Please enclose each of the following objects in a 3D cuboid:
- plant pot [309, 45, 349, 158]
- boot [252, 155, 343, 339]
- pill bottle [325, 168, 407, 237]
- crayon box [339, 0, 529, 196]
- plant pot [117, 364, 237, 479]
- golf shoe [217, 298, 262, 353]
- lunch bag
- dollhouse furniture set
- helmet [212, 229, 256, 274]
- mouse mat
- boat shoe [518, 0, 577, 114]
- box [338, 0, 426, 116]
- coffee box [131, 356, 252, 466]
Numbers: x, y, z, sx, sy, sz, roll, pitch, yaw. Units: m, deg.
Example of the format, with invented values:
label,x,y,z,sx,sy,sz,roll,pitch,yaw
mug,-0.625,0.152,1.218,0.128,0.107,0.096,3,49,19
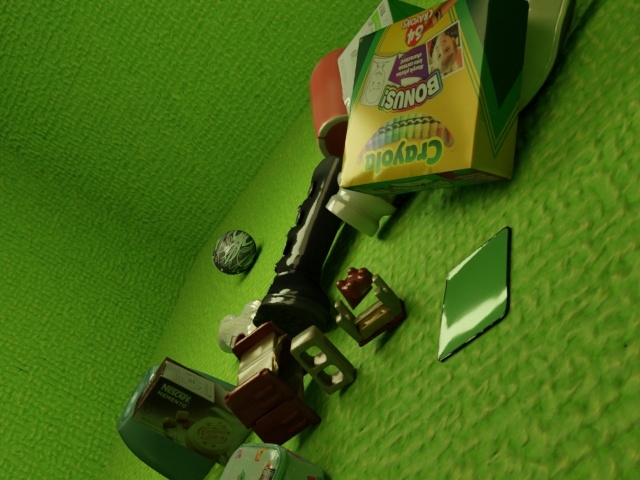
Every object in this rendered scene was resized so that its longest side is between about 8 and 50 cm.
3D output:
label,x,y,z,sx,sy,sz,roll,pitch,yaw
plant pot,0.096,-0.341,2.005,0.275,0.275,0.243,-45,29,43
boot,-0.001,0.000,1.770,0.445,0.146,0.367,-64,14,-19
pill bottle,0.132,-0.149,1.631,0.265,0.153,0.153,-58,14,5
crayon box,0.194,-0.252,1.358,0.363,0.106,0.313,-4,76,56
plant pot,-0.379,0.459,1.932,0.293,0.235,0.293,-53,15,21
golf shoe,-0.219,0.269,2.050,0.306,0.115,0.140,-42,24,52
lunch bag,-0.110,0.461,1.254,0.224,0.108,0.279,-64,15,-22
dollhouse furniture set,0.005,0.205,1.414,0.374,0.152,0.201,-36,19,14
helmet,-0.317,0.044,2.764,0.169,0.169,0.161,-58,-3,1
mouse mat,0.229,0.078,1.112,0.152,0.007,0.190,-46,19,41
boat shoe,0.383,-0.354,1.326,0.091,0.109,0.305,17,-86,-63
box,0.161,-0.390,1.760,0.231,0.126,0.262,-46,45,47
coffee box,-0.289,0.396,1.728,0.141,0.246,0.098,-54,15,14
